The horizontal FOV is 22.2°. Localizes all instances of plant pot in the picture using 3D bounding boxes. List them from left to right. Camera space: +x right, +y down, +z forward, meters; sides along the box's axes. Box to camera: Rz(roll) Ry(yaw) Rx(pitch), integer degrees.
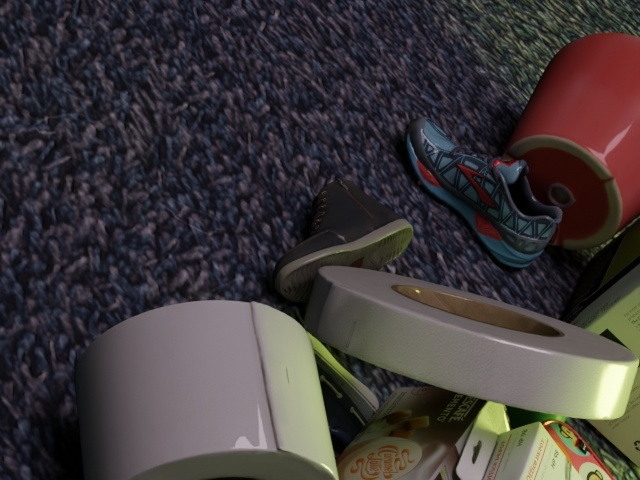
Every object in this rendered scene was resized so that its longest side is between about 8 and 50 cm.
[{"bbox_3d":[0.395,-0.129,2.379,0.275,0.275,0.243,44,49,-2],"label":"plant pot"}]

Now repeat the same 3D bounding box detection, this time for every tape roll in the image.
[{"bbox_3d":[-0.113,0.193,1.600,0.246,0.246,0.169,16,46,-33],"label":"tape roll"},{"bbox_3d":[0.171,0.113,1.887,0.392,0.072,0.392,16,5,-2],"label":"tape roll"}]

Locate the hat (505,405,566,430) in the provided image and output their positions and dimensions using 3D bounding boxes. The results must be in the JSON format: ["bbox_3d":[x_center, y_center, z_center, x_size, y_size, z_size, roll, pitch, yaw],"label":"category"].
[{"bbox_3d":[0.252,0.252,2.066,0.208,0.183,0.173,16,7,35],"label":"hat"}]

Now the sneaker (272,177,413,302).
[{"bbox_3d":[0.000,0.000,2.036,0.222,0.083,0.118,-21,51,-41],"label":"sneaker"}]

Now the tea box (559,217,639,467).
[{"bbox_3d":[0.508,0.081,2.214,0.220,0.329,0.323,42,38,-4],"label":"tea box"}]

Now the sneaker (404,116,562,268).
[{"bbox_3d":[0.234,-0.090,2.281,0.262,0.125,0.104,45,37,-2],"label":"sneaker"}]

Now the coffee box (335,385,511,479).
[{"bbox_3d":[0.104,0.260,1.804,0.246,0.141,0.098,-42,122,-52],"label":"coffee box"}]

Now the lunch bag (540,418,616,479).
[{"bbox_3d":[0.270,0.375,1.905,0.258,0.120,0.293,51,39,0],"label":"lunch bag"}]

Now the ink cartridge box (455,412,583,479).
[{"bbox_3d":[0.230,0.274,1.772,0.180,0.060,0.104,52,39,-20],"label":"ink cartridge box"}]

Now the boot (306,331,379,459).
[{"bbox_3d":[-0.016,0.169,1.854,0.190,0.069,0.086,38,43,-12],"label":"boot"}]
